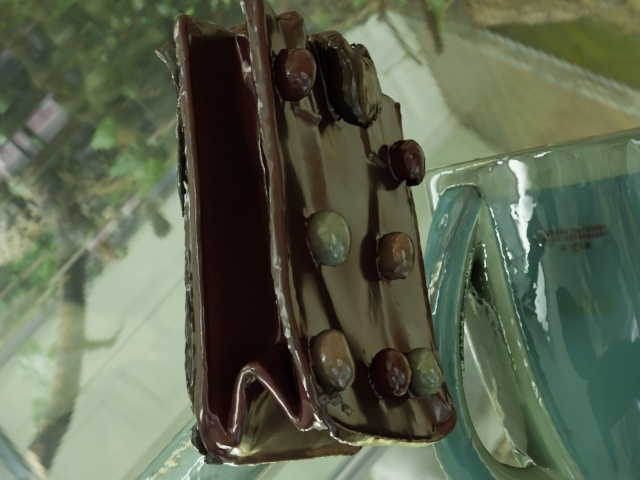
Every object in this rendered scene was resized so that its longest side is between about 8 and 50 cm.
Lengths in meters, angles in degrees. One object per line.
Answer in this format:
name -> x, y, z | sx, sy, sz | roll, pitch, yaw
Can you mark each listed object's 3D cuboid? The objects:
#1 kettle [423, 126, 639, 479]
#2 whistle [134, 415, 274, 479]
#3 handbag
kettle -> 0.209, 0.086, 1.090 | 0.247, 0.320, 0.342 | -6, 95, 59
whistle -> -0.091, 0.167, 0.815 | 0.062, 0.312, 0.062 | 40, -167, -11
handbag -> 0.003, 0.000, 0.621 | 0.074, 0.216, 0.203 | -9, 167, 21
